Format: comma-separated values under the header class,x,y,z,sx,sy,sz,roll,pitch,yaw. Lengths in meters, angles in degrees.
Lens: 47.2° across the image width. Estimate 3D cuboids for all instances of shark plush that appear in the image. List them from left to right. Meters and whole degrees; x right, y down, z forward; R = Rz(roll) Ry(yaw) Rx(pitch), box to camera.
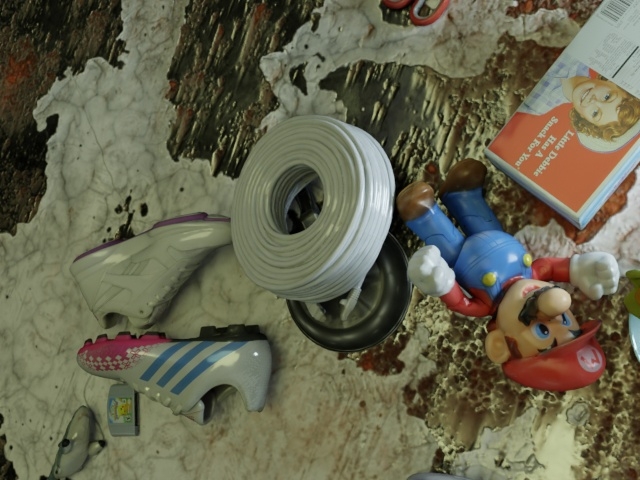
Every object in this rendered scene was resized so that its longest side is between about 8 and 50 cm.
class,x,y,z,sx,sy,sz,roll,pitch,yaw
shark plush,-0.411,0.351,1.204,0.067,0.073,0.161,49,124,41

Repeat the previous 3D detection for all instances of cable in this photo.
class,x,y,z,sx,sy,sz,roll,pitch,yaw
cable,-0.019,-0.045,1.003,0.257,0.089,0.257,33,100,39

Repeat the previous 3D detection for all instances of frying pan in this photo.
class,x,y,z,sx,sy,sz,roll,pitch,yaw
frying pan,0.028,-0.001,1.058,0.197,0.053,0.326,-8,82,22

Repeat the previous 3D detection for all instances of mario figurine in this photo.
class,x,y,z,sx,sy,sz,roll,pitch,yaw
mario figurine,0.235,0.034,0.894,0.198,0.170,0.320,-41,67,16

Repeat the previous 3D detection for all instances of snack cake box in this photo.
class,x,y,z,sx,sy,sz,roll,pitch,yaw
snack cake box,0.351,-0.164,0.918,0.152,0.089,0.264,42,99,21

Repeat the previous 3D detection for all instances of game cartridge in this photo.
class,x,y,z,sx,sy,sz,roll,pitch,yaw
game cartridge,-0.318,0.273,1.179,0.056,0.017,0.083,-9,79,26

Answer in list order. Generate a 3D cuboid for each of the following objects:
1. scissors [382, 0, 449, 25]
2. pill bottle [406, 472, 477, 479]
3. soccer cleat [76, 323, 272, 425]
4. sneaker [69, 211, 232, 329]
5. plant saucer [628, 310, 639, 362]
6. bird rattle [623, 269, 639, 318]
class,x,y,z,sx,sy,sz,roll,pitch,yaw
scissors,0.185,-0.458,1.074,0.109,0.021,0.297,27,92,27
pill bottle,0.152,0.410,0.897,0.124,0.124,0.221,4,84,24
soccer cleat,-0.227,0.205,1.095,0.331,0.116,0.143,-7,79,22
sneaker,-0.244,0.049,1.146,0.305,0.114,0.152,-20,88,24
plant saucer,0.465,0.101,0.856,0.195,0.037,0.195,-3,81,22
bird rattle,0.416,0.111,0.756,0.143,0.207,0.253,-48,57,30
